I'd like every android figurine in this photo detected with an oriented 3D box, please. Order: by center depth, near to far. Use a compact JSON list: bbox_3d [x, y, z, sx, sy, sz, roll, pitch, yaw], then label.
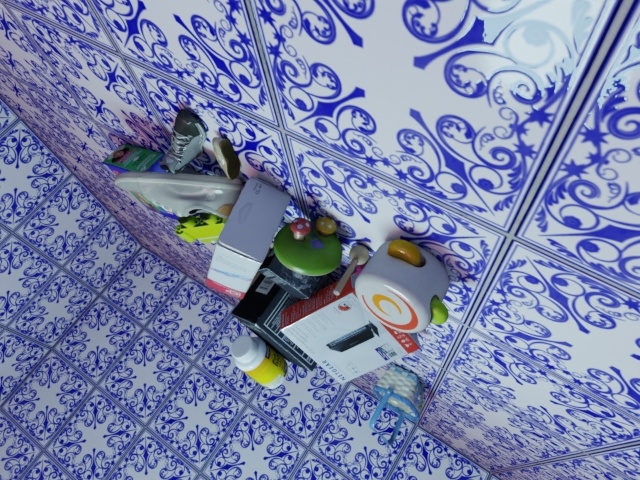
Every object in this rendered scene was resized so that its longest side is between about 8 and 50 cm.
[{"bbox_3d":[-0.382,-0.039,1.695,0.248,0.056,0.273,-7,160,13],"label":"android figurine"}]

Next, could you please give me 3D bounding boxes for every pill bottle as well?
[{"bbox_3d":[-0.204,0.399,1.586,0.117,0.117,0.215,17,154,42],"label":"pill bottle"}]

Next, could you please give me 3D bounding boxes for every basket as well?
[{"bbox_3d":[0.317,0.700,2.023,0.201,0.289,0.255,20,156,38],"label":"basket"}]

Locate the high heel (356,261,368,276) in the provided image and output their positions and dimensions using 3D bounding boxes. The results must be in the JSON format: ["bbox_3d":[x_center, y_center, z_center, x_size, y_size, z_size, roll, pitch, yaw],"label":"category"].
[{"bbox_3d":[0.192,0.142,1.328,0.244,0.082,0.117,32,-163,-31],"label":"high heel"}]

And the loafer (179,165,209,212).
[{"bbox_3d":[-0.357,-0.128,1.526,0.319,0.111,0.112,28,159,21],"label":"loafer"}]

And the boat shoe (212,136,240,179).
[{"bbox_3d":[-0.247,-0.217,1.247,0.045,0.050,0.135,30,150,26],"label":"boat shoe"}]

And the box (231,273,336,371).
[{"bbox_3d":[-0.085,0.228,1.609,0.182,0.296,0.294,7,145,53],"label":"box"}]

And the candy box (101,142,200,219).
[{"bbox_3d":[-0.603,-0.207,1.743,0.317,0.122,0.268,16,152,40],"label":"candy box"}]

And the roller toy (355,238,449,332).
[{"bbox_3d":[0.187,0.099,1.093,0.209,0.146,0.191,47,149,-13],"label":"roller toy"}]

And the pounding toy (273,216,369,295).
[{"bbox_3d":[0.000,0.000,1.199,0.236,0.183,0.110,30,133,16],"label":"pounding toy"}]

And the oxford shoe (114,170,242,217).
[{"bbox_3d":[-0.434,-0.138,1.414,0.448,0.130,0.169,8,-170,23],"label":"oxford shoe"}]

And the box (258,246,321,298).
[{"bbox_3d":[-0.074,0.067,1.423,0.158,0.156,0.093,37,159,-17],"label":"box"}]

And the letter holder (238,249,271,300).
[{"bbox_3d":[-0.207,0.154,1.828,0.302,0.214,0.152,53,-168,3],"label":"letter holder"}]

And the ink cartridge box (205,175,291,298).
[{"bbox_3d":[-0.209,0.004,1.325,0.131,0.226,0.306,25,151,-9],"label":"ink cartridge box"}]

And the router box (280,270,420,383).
[{"bbox_3d":[0.095,0.276,1.470,0.301,0.082,0.335,-31,122,19],"label":"router box"}]

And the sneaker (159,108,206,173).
[{"bbox_3d":[-0.373,-0.242,1.265,0.086,0.132,0.229,36,161,1],"label":"sneaker"}]
